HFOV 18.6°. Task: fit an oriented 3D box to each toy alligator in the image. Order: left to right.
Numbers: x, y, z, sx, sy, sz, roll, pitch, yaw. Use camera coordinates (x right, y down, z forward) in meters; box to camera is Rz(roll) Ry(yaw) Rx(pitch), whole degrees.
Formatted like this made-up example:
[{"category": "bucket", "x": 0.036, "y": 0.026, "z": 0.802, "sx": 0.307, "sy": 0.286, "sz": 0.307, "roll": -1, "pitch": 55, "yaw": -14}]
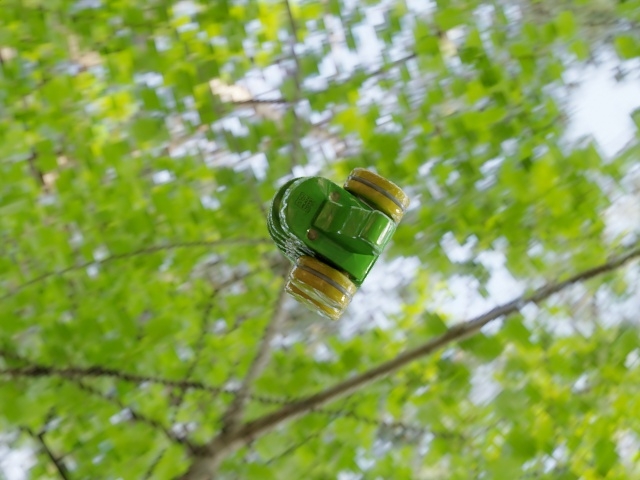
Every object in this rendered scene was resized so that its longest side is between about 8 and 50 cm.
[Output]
[{"category": "toy alligator", "x": 0.000, "y": 0.000, "z": 0.864, "sx": 0.051, "sy": 0.189, "sz": 0.056, "roll": 32, "pitch": -99, "yaw": 1}]
